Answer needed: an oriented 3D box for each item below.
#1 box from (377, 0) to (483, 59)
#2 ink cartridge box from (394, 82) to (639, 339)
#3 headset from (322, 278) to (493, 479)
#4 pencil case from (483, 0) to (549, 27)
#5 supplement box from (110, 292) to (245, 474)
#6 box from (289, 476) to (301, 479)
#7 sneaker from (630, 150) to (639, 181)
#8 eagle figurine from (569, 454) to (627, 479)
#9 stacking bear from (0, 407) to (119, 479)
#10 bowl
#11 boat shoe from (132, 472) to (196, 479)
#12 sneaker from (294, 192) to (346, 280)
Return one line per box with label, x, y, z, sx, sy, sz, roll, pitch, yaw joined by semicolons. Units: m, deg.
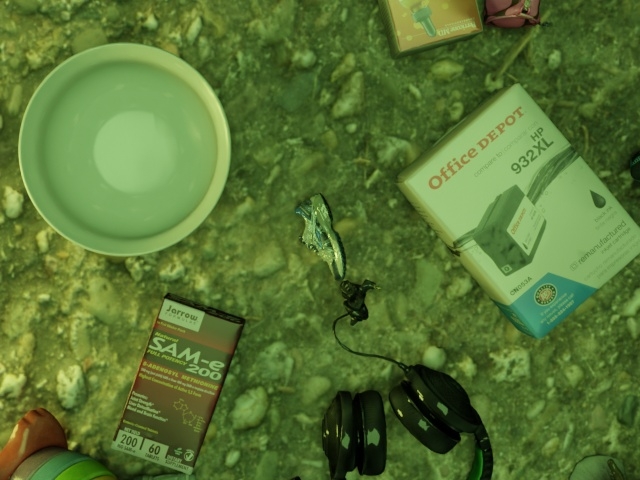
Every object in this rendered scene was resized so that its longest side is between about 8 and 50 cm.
box;0.152;-0.370;1.489;0.130;0.091;0.171;-15;93;-2
ink cartridge box;0.293;-0.044;1.494;0.223;0.129;0.307;-41;94;0
headset;0.109;0.256;1.522;0.243;0.185;0.394;-20;109;2
pencil case;0.296;-0.420;1.490;0.095;0.098;0.209;3;92;-3
supplement box;-0.212;0.213;1.513;0.130;0.073;0.240;19;91;-3
box;-0.057;0.500;1.547;0.175;0.051;0.220;-28;95;-1
sneaker;0.592;-0.013;1.535;0.139;0.125;0.341;-23;98;26
eagle figurine;0.512;0.478;1.530;0.226;0.225;0.298;-11;132;36
stacking bear;-0.329;0.392;1.413;0.289;0.164;0.175;25;62;28
bowl;-0.274;-0.130;1.461;0.297;0.134;0.298;0;94;-3
boat shoe;-0.224;0.509;1.510;0.103;0.118;0.321;-5;85;-3
sneaker;0.000;0.000;1.528;0.058;0.052;0.135;-20;87;8
